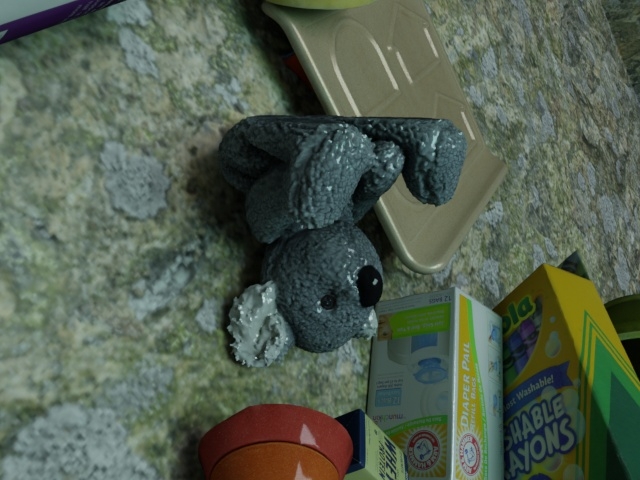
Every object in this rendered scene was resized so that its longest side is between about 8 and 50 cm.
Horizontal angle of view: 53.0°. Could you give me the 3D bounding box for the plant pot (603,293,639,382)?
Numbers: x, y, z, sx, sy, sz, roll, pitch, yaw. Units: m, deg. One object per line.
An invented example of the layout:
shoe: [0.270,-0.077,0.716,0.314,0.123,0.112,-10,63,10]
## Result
plant pot: [0.524,0.247,1.009,0.353,0.366,0.367,-34,104,-62]

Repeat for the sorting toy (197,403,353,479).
sorting toy: [0.039,0.282,0.511,0.365,0.127,0.126,49,20,-28]

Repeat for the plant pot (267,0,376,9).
plant pot: [-0.002,-0.299,0.648,0.134,0.134,0.095,-45,147,-48]

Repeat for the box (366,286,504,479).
box: [0.125,0.169,0.696,0.103,0.114,0.203,31,56,-39]

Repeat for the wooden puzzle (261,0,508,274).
wooden puzzle: [0.090,-0.167,0.807,0.348,0.080,0.322,58,41,-12]

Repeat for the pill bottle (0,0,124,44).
pill bottle: [-0.184,-0.233,0.401,0.182,0.181,0.323,61,39,-17]

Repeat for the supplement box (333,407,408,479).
supplement box: [0.023,0.207,0.572,0.083,0.083,0.056,50,25,-29]

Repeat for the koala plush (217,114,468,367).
koala plush: [0.000,0.000,0.583,0.196,0.203,0.221,-13,108,-43]

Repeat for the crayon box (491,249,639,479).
crayon box: [0.239,0.176,0.710,0.083,0.203,0.323,19,40,-21]
